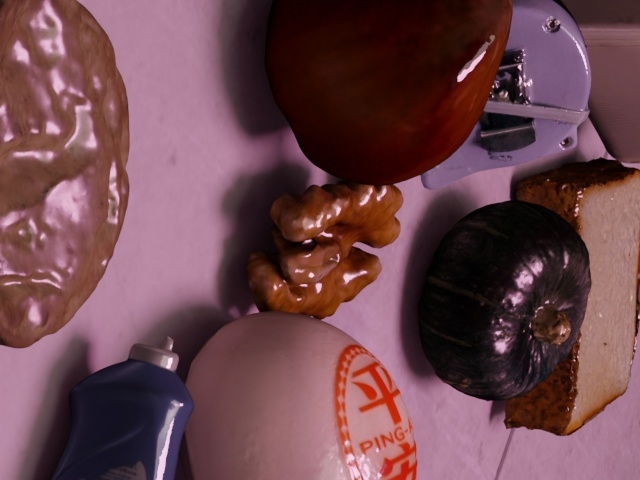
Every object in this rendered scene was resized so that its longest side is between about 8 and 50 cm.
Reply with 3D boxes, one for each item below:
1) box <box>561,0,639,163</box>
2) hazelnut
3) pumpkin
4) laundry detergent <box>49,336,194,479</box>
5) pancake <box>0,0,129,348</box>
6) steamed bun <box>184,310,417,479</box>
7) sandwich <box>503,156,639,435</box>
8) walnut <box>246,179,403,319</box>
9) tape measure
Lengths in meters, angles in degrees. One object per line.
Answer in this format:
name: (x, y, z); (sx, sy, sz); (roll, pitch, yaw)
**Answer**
box: (0.375, -0.303, 1.784); (0.344, 0.177, 0.352); (46, 50, -57)
hazelnut: (0.063, -0.151, 1.271); (0.208, 0.208, 0.208); (-27, 122, -55)
pumpkin: (0.191, 0.062, 1.628); (0.212, 0.152, 0.211); (-20, 115, -52)
laundry detergent: (-0.144, 0.164, 1.118); (0.061, 0.097, 0.206); (35, 69, -62)
pancake: (-0.188, -0.055, 1.026); (0.242, 0.050, 0.242); (8, 90, -70)
steamed bun: (-0.002, 0.161, 1.247); (0.232, 0.145, 0.231); (-17, 90, -75)
sandwich: (0.308, 0.055, 1.893); (0.271, 0.099, 0.301); (-17, 110, -63)
walnut: (0.000, 0.000, 1.338); (0.170, 0.069, 0.143); (-2, 122, -59)
tape measure: (0.159, -0.151, 1.477); (0.107, 0.182, 0.181); (-93, 166, -55)
